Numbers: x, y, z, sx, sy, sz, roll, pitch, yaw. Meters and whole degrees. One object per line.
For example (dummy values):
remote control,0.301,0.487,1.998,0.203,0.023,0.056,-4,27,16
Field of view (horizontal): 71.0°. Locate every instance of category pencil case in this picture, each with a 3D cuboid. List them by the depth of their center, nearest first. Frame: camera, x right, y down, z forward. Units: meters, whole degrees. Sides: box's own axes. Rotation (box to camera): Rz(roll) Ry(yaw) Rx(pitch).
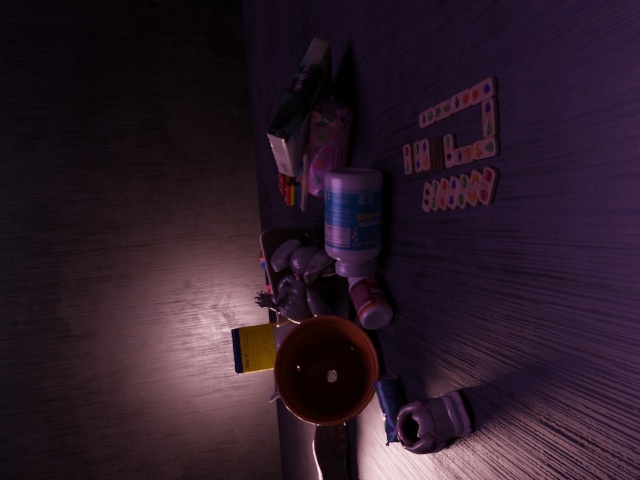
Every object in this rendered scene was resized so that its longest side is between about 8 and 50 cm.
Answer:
pencil case,0.174,0.420,1.106,0.070,0.064,0.152,-35,58,45
pencil case,0.026,-0.267,1.325,0.124,0.124,0.284,-114,25,-50

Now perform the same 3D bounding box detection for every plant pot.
plant pot,0.024,0.385,1.305,0.203,0.290,0.291,78,180,-65

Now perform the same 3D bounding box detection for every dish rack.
dish rack,0.000,0.000,1.605,0.272,0.074,0.208,103,156,-50

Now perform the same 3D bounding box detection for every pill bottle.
pill bottle,0.083,-0.045,1.130,0.146,0.146,0.264,-134,40,-67
pill bottle,0.123,0.147,1.161,0.152,0.086,0.086,-112,22,-46

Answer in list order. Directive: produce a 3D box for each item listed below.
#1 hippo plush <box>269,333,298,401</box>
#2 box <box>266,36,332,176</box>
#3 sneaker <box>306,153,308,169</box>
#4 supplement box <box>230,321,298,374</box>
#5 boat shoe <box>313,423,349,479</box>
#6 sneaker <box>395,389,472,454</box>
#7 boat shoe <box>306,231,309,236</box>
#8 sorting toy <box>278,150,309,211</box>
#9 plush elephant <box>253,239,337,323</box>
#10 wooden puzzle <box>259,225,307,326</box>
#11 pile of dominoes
hippo plush,-0.038,0.508,1.785,0.236,0.234,0.294,54,-148,-52
box,-0.048,-0.373,1.287,0.232,0.058,0.322,79,-148,-73
sneaker,-0.029,-0.325,1.533,0.293,0.108,0.169,-119,31,-54
supplement box,-0.209,0.466,2.002,0.195,0.356,0.194,138,126,-72
boat shoe,0.028,0.787,1.667,0.130,0.132,0.356,-175,82,-75
sneaker,0.198,0.374,0.906,0.252,0.111,0.103,104,156,-52
boat shoe,-0.087,0.089,1.905,0.089,0.104,0.286,-148,55,-75
sorting toy,-0.121,-0.290,1.928,0.257,0.089,0.256,-117,26,-56
plush elephant,-0.038,0.131,1.457,0.271,0.330,0.256,28,90,48
wooden puzzle,-0.123,0.125,1.704,0.322,0.080,0.348,-8,-91,-63
pile of dominoes,0.218,-0.150,0.786,0.251,0.040,0.196,-175,80,-76
